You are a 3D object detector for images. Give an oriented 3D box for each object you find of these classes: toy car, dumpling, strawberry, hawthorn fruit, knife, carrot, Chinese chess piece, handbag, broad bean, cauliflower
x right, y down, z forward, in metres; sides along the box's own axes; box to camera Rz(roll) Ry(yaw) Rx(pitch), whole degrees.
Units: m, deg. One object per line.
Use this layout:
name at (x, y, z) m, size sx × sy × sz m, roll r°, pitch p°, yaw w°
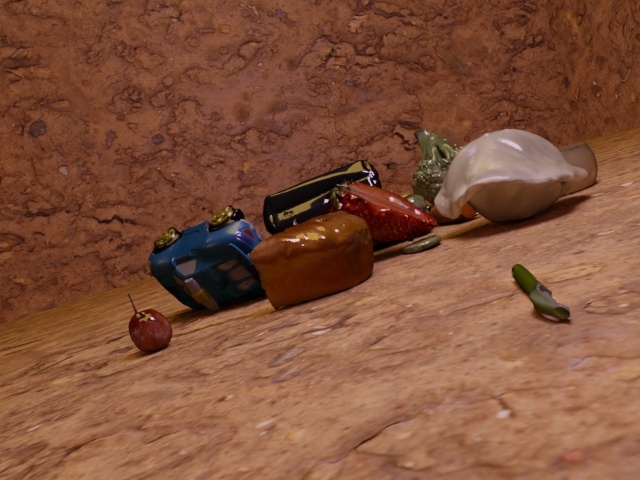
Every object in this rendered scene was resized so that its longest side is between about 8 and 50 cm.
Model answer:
toy car at (-0.230, 0.065, 1.076) m, size 0.314 × 0.198 × 0.166 m, roll -17°, pitch 36°, yaw 27°
dumpling at (0.390, -0.136, 1.018) m, size 0.317 × 0.187 × 0.243 m, roll -14°, pitch 1°, yaw -4°
strawberry at (0.123, -0.052, 1.097) m, size 0.228 × 0.098 × 0.174 m, roll 14°, pitch 21°, yaw -8°
hawthorn fruit at (-0.288, 0.133, 0.837) m, size 0.066 × 0.103 × 0.067 m, roll -28°, pitch 19°, yaw 11°
knife at (0.213, 0.048, 0.516) m, size 0.025 × 0.022 × 0.184 m, roll 11°, pitch 10°, yaw 8°
carrot at (0.317, -0.068, 1.317) m, size 0.072 × 0.072 × 0.205 m, roll -19°, pitch -3°, yaw -25°
Chinese chess piece at (0.541, -0.159, 1.280) m, size 0.273 × 0.102 × 0.273 m, roll -18°, pitch 6°, yaw 2°
handbag at (0.025, -0.063, 1.468) m, size 0.342 × 0.152 × 0.288 m, roll -19°, pitch -25°, yaw 7°
broad bean at (0.168, -0.040, 1.271) m, size 0.227 × 0.100 × 0.169 m, roll -20°, pitch -2°, yaw -10°
cauliflower at (0.466, -0.269, 1.891) m, size 0.260 × 0.281 × 0.327 m, roll 14°, pitch -19°, yaw -10°

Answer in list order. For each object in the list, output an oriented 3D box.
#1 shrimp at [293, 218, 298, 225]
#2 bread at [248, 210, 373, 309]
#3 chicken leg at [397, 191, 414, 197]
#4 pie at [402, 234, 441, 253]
shrimp at (0.005, 0.006, 1.196) m, size 0.145 × 0.117 × 0.343 m, roll -3°, pitch 9°, yaw 13°
bread at (0.016, 0.023, 0.899) m, size 0.260 × 0.129 × 0.134 m, roll -24°, pitch 9°, yaw -42°
chicken leg at (0.191, -0.048, 1.400) m, size 0.207 × 0.101 × 0.085 m, roll -38°, pitch -9°, yaw 27°
pie at (0.207, 0.007, 1.041) m, size 0.085 × 0.017 × 0.085 m, roll -19°, pitch 3°, yaw 1°
